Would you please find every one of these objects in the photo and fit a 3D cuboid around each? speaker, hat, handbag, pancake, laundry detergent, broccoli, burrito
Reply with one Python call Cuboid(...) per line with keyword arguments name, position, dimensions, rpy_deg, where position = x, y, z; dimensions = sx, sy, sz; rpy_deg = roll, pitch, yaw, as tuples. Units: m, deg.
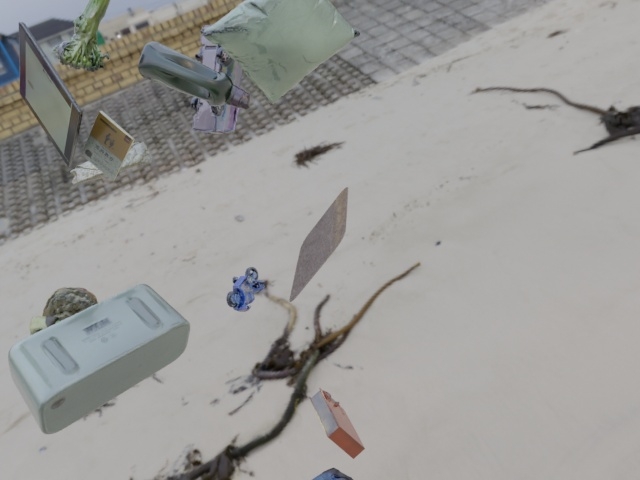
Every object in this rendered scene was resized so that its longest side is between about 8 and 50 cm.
Cuboid(name="speaker", position=(-0.548, 0.278, 1.428), dimensions=(0.184, 0.183, 0.406), rpy_deg=(41, 46, 22))
Cuboid(name="hat", position=(-0.714, 0.231, 1.473), dimensions=(0.076, 0.059, 0.077), rpy_deg=(10, -27, -15))
Cuboid(name="handbag", position=(0.044, 0.521, 1.635), dimensions=(0.063, 0.127, 0.190), rpy_deg=(-42, 27, 2))
Cuboid(name="pancake", position=(-0.710, 0.205, 1.621), dimensions=(0.158, 0.158, 0.028), rpy_deg=(-28, 16, -12))
Cuboid(name="laundry detergent", position=(-0.243, -0.318, 1.138), dimensions=(0.144, 0.222, 0.078), rpy_deg=(-118, 51, -79))
Cuboid(name="broccoli", position=(-0.789, -0.724, 1.941), dimensions=(0.304, 0.165, 0.145), rpy_deg=(-56, 43, 26))
Cuboid(name="burrito", position=(-0.723, -0.262, 1.950), dimensions=(0.275, 0.082, 0.059), rpy_deg=(-21, -13, -9))

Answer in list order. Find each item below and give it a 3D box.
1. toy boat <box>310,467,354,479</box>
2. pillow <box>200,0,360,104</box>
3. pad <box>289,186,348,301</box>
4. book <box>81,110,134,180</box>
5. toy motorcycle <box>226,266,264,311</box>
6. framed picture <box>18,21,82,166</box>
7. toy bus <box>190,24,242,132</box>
Cuboid(name="toy boat", position=(0.070, 0.637, 1.254), dimensions=(0.129, 0.309, 0.142), rpy_deg=(-30, 14, 47))
Cuboid(name="pillow", position=(-0.094, -0.530, 1.456), dimensions=(0.312, 0.310, 0.119), rpy_deg=(-36, 48, 14))
Cuboid(name="pad", position=(0.000, 0.000, 1.097), dimensions=(0.176, 0.002, 0.266), rpy_deg=(-51, 13, 23))
Cuboid(name="book", position=(-0.585, -0.256, 1.560), dimensions=(0.172, 0.118, 0.012), rpy_deg=(-48, 4, 38))
Cuboid(name="toy motorcycle", position=(-0.269, 0.185, 2.038), dimensions=(0.076, 0.114, 0.205), rpy_deg=(-6, 30, 30))
Cuboid(name="framed picture", position=(-0.716, -0.365, 1.496), dimensions=(0.016, 0.265, 0.347), rpy_deg=(-33, 0, -31))
Cuboid(name="toy bus", position=(-0.306, -0.479, 1.724), dimensions=(0.113, 0.316, 0.138), rpy_deg=(13, 8, 29))
